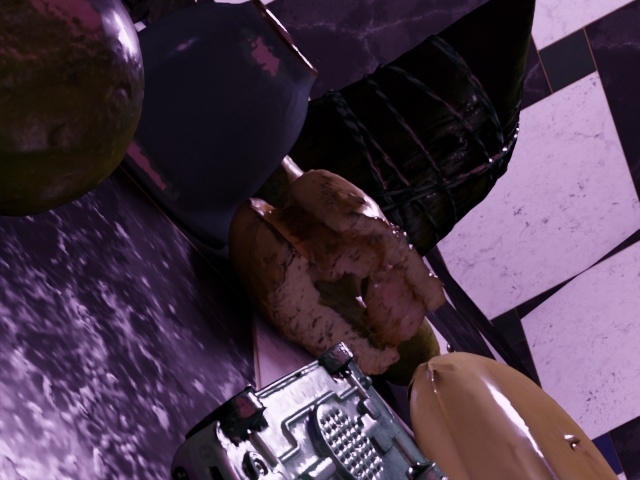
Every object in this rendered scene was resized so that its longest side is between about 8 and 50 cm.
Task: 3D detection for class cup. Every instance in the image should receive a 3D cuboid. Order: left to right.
[{"bbox_3d":[-0.083,-0.118,0.872,0.199,0.150,0.199,49,8,-9],"label":"cup"}]

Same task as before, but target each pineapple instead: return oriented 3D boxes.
[{"bbox_3d":[-0.194,-0.315,1.318,0.128,0.128,0.248,48,12,-26],"label":"pineapple"}]

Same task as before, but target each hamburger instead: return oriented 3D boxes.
[{"bbox_3d":[0.003,0.025,0.881,0.131,0.124,0.262,38,-4,27],"label":"hamburger"}]

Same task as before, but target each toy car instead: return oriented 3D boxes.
[{"bbox_3d":[-0.007,0.111,0.502,0.090,0.076,0.224,54,15,8],"label":"toy car"}]

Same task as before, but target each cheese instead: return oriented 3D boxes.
[{"bbox_3d":[0.186,0.218,0.965,0.259,0.128,0.316,42,10,-43],"label":"cheese"}]

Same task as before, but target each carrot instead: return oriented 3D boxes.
[{"bbox_3d":[0.000,0.000,1.036,0.358,0.074,0.074,52,6,-20],"label":"carrot"}]

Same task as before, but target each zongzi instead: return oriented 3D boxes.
[{"bbox_3d":[0.131,-0.151,1.330,0.319,0.383,0.362,52,-29,30],"label":"zongzi"}]

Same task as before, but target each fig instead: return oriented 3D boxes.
[{"bbox_3d":[-0.147,-0.059,0.446,0.123,0.123,0.156,51,45,-3],"label":"fig"}]
